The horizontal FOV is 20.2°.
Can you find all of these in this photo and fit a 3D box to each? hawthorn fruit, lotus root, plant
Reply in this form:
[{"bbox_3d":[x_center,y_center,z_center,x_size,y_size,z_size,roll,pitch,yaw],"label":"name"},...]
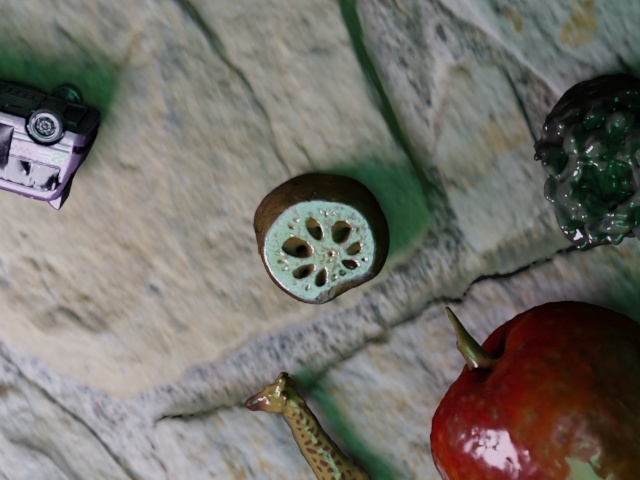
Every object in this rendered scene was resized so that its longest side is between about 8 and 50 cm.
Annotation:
[{"bbox_3d":[0.228,0.181,1.589,0.261,0.258,0.258,16,110,17],"label":"hawthorn fruit"},{"bbox_3d":[-0.002,-0.003,1.620,0.122,0.081,0.112,-27,99,11],"label":"lotus root"},{"bbox_3d":[0.253,-0.065,1.521,0.129,0.194,0.132,-18,106,13],"label":"plant"}]

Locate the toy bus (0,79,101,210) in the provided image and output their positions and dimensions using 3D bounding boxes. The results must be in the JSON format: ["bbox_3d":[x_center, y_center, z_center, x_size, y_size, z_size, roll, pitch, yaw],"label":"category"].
[{"bbox_3d":[-0.290,-0.097,1.592,0.178,0.087,0.098,15,111,0],"label":"toy bus"}]

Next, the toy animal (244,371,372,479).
[{"bbox_3d":[0.006,0.253,1.717,0.149,0.054,0.276,0,112,6],"label":"toy animal"}]
